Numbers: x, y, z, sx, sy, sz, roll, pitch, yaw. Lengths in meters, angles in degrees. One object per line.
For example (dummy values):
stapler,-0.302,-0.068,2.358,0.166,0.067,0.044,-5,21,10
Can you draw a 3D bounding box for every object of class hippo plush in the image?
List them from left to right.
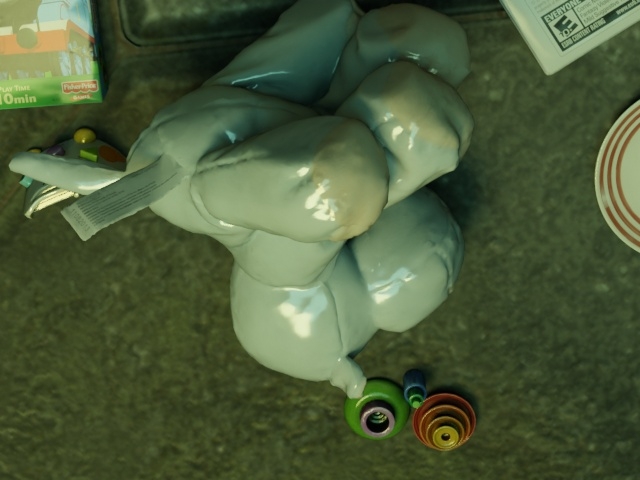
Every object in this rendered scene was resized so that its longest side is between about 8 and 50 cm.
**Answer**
hippo plush,0.000,0.000,1.265,0.294,0.234,0.236,-32,124,-14

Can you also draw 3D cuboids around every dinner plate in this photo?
dinner plate,0.269,-0.050,1.363,0.141,0.017,0.141,0,113,1

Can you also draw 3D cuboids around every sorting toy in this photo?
sorting toy,-0.183,-0.042,1.339,0.083,0.075,0.045,-22,111,9
sorting toy,0.069,0.134,1.427,0.102,0.042,0.061,5,112,-1

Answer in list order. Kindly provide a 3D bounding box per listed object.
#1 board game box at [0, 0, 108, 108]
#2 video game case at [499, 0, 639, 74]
board game box,-0.239,-0.194,1.296,0.160,0.039,0.211,-4,111,3
video game case,0.200,-0.283,1.244,0.269,0.061,0.244,-31,110,12
